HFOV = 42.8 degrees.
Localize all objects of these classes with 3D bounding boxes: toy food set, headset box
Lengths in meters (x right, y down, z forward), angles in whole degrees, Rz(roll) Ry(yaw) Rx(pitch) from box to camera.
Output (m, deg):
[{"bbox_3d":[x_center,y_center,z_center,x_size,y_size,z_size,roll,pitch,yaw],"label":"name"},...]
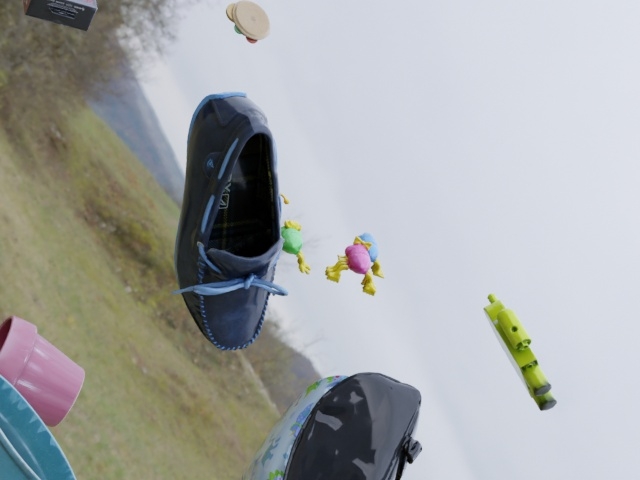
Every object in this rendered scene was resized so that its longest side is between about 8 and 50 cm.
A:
[{"bbox_3d":[-0.128,-0.399,1.488,0.020,0.083,0.083,-29,-93,49],"label":"toy food set"},{"bbox_3d":[-0.255,-0.243,0.793,0.032,0.062,0.083,-50,-135,38],"label":"headset box"}]

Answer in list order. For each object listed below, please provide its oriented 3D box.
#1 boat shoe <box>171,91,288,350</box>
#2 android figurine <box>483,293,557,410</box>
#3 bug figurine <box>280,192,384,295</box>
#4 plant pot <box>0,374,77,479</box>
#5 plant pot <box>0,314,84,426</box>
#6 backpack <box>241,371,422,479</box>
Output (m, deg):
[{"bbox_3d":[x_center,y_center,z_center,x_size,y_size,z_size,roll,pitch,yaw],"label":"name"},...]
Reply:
[{"bbox_3d":[-0.084,0.001,0.733,0.089,0.109,0.258,44,-35,49],"label":"boat shoe"},{"bbox_3d":[0.437,0.238,1.813,0.248,0.056,0.273,57,9,-48],"label":"android figurine"},{"bbox_3d":[0.000,0.000,1.369,0.216,0.279,0.072,-110,-139,-69],"label":"bug figurine"},{"bbox_3d":[-0.563,0.377,1.274,0.272,0.255,0.272,52,-11,14],"label":"plant pot"},{"bbox_3d":[-0.579,0.275,1.618,0.180,0.201,0.201,33,7,-24],"label":"plant pot"},{"bbox_3d":[0.005,0.375,1.340,0.273,0.290,0.355,23,-23,14],"label":"backpack"}]
